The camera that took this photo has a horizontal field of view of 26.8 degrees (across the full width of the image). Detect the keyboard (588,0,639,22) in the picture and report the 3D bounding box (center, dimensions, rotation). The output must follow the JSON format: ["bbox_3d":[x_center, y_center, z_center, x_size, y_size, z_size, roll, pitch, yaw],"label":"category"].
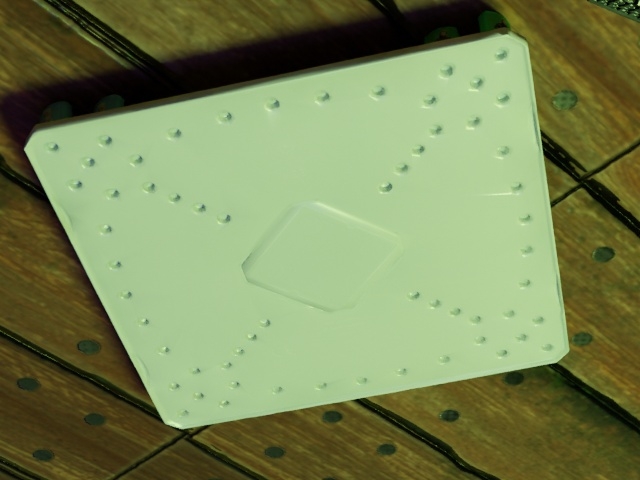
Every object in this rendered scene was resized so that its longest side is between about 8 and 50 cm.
[{"bbox_3d":[0.254,-0.166,0.969,0.180,0.108,0.023,17,87,-21],"label":"keyboard"}]

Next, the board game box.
[{"bbox_3d":[0.000,0.000,1.149,0.390,0.050,0.390,-11,135,7],"label":"board game box"}]
